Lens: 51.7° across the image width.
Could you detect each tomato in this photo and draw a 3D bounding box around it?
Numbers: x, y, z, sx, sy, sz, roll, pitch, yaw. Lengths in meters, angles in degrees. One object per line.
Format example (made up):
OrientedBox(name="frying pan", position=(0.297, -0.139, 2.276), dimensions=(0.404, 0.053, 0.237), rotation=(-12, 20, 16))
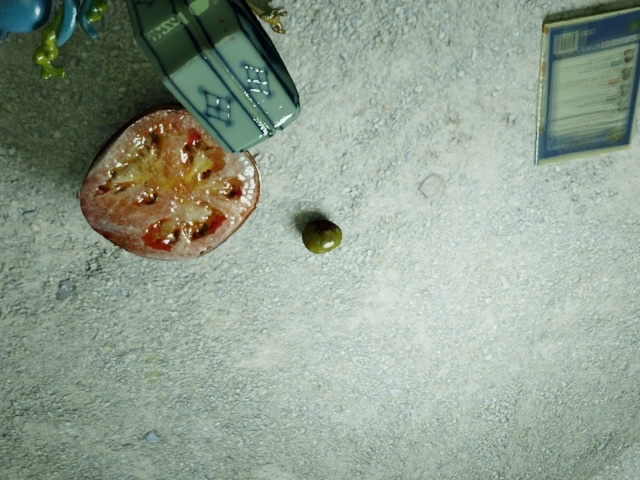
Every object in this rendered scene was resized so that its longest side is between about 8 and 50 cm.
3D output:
OrientedBox(name="tomato", position=(-0.283, -0.122, 1.261), dimensions=(0.338, 0.143, 0.338), rotation=(-8, 131, -10))

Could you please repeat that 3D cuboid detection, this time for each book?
OrientedBox(name="book", position=(0.562, -0.315, 1.378), dimensions=(0.228, 0.018, 0.322), rotation=(-10, 126, -3))

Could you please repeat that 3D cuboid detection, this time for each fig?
OrientedBox(name="fig", position=(0.000, 0.000, 1.452), dimensions=(0.084, 0.082, 0.098), rotation=(-32, 152, -32))

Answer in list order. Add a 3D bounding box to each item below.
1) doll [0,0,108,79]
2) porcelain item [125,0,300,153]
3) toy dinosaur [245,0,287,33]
OrientedBox(name="doll", position=(-0.468, -0.455, 1.004), dimensions=(0.346, 0.098, 0.341), rotation=(32, 121, -10))
OrientedBox(name="porcelain item", position=(-0.163, -0.304, 1.052), dimensions=(0.157, 0.286, 0.281), rotation=(-30, 137, 8))
OrientedBox(name="toy dinosaur", position=(-0.095, -0.408, 1.170), dimensions=(0.041, 0.026, 0.113), rotation=(-28, 136, 28))
